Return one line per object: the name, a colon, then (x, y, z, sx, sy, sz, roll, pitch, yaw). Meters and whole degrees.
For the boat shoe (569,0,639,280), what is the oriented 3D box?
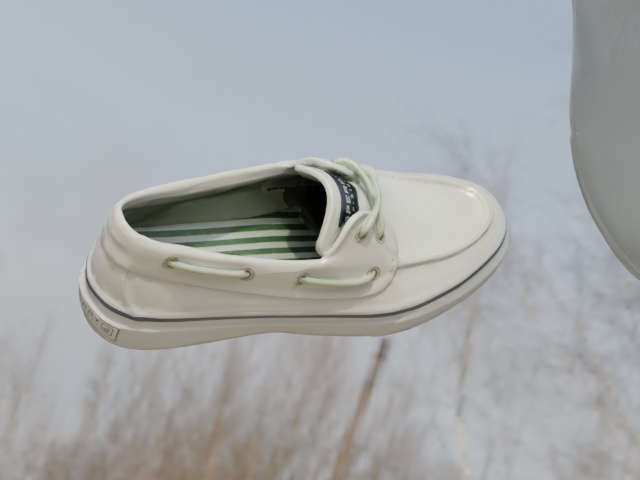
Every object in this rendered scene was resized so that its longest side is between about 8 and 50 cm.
boat shoe: (0.171, -0.104, 0.840, 0.105, 0.306, 0.113, 16, -44, -28)

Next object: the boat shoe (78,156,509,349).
boat shoe: (0.000, 0.000, 0.885, 0.226, 0.083, 0.076, -14, -32, -28)
